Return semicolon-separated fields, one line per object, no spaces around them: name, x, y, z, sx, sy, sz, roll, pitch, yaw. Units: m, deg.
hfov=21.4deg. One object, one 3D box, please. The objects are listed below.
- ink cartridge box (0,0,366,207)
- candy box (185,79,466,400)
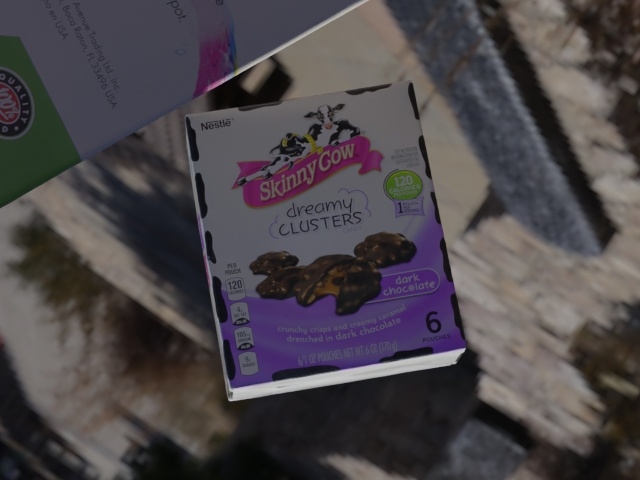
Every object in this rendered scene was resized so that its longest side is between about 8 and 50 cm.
ink cartridge box;-0.096;-0.180;0.875;0.119;0.353;0.207;6;124;63
candy box;0.000;0.000;1.183;0.164;0.196;0.070;-10;168;-5
